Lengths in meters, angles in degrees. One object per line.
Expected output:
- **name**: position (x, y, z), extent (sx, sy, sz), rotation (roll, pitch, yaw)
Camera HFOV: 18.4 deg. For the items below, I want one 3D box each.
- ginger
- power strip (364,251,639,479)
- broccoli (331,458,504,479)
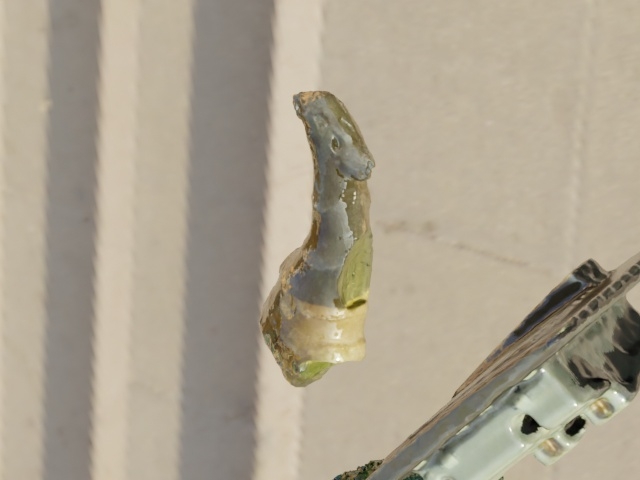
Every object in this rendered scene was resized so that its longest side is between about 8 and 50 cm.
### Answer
- **ginger**: position (0.000, 0.000, 1.798), extent (0.131, 0.086, 0.294), rotation (40, 133, 51)
- **power strip**: position (0.152, 0.116, 1.444), extent (0.092, 0.251, 0.257), rotation (46, 123, 1)
- **broccoli**: position (0.078, 0.338, 1.891), extent (0.308, 0.275, 0.307), rotation (-22, 49, 28)
